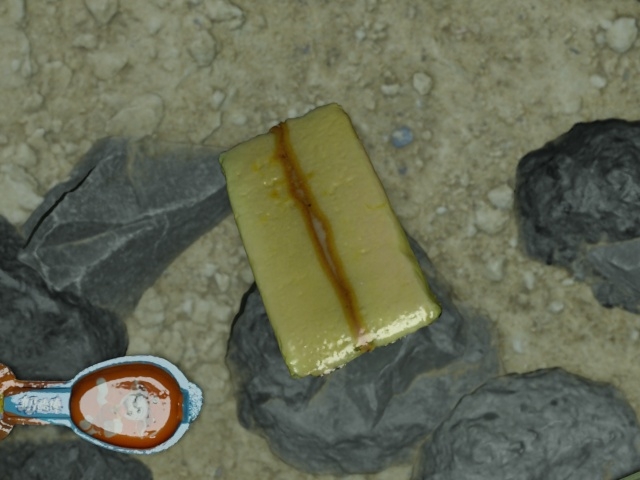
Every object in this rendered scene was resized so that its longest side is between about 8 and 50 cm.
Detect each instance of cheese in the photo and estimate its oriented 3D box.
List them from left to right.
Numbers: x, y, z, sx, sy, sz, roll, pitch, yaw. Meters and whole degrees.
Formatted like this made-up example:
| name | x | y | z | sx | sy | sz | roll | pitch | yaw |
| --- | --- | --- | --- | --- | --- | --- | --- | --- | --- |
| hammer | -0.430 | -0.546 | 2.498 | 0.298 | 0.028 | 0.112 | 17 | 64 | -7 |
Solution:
| name | x | y | z | sx | sy | sz | roll | pitch | yaw |
| --- | --- | --- | --- | --- | --- | --- | --- | --- | --- |
| cheese | -0.252 | 0.175 | 1.509 | 0.256 | 0.037 | 0.106 | 0 | 88 | 1 |

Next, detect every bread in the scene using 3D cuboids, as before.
| name | x | y | z | sx | sy | sz | roll | pitch | yaw |
| --- | --- | --- | --- | --- | --- | --- | --- | --- | --- |
| bread | -0.002 | -0.003 | 1.440 | 0.167 | 0.163 | 0.264 | -25 | 88 | 3 |

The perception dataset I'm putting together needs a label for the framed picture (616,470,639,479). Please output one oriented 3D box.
| name | x | y | z | sx | sy | sz | roll | pitch | yaw |
| --- | --- | --- | --- | --- | --- | --- | --- | --- | --- |
| framed picture | 0.440 | 0.352 | 1.459 | 0.232 | 0.019 | 0.296 | -28 | 88 | 19 |
